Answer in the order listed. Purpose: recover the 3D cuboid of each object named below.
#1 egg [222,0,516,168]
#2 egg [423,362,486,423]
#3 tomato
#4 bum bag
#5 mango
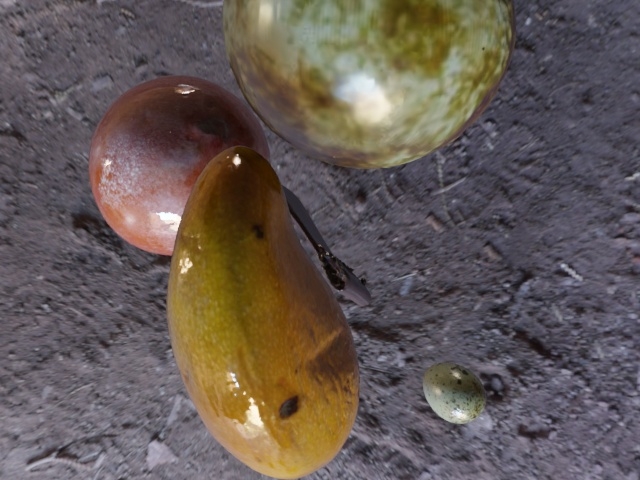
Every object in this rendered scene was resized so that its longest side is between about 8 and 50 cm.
[{"bbox_3d":[0.039,-0.182,0.718,0.238,0.289,0.238,0,102,-1],"label":"egg"},{"bbox_3d":[0.205,0.234,1.319,0.110,0.085,0.085,30,80,37],"label":"egg"},{"bbox_3d":[-0.199,-0.115,1.247,0.270,0.227,0.270,11,63,-24],"label":"tomato"},{"bbox_3d":[0.000,0.000,0.946,0.026,0.109,0.159,-36,71,7],"label":"bum bag"},{"bbox_3d":[-0.047,0.062,0.620,0.109,0.157,0.262,-6,119,25],"label":"mango"}]
